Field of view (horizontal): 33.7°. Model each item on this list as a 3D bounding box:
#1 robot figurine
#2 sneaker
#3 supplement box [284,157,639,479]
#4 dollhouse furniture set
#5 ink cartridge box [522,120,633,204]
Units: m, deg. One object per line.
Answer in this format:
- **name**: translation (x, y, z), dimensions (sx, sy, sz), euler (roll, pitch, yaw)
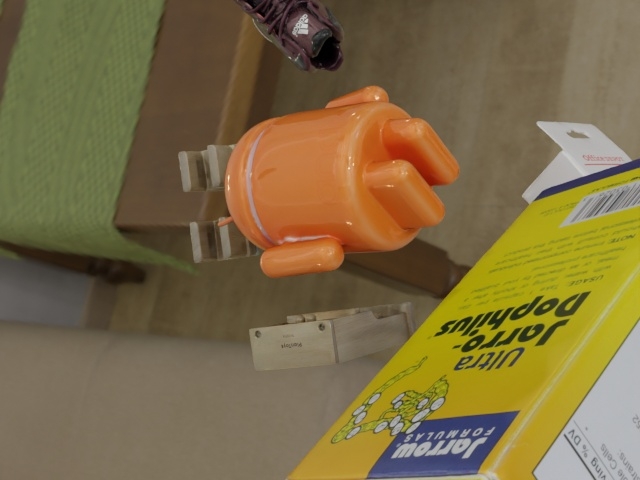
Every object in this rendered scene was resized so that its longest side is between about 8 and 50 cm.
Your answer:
- **robot figurine**: translation (0.009, -0.052, 0.908), dimensions (0.219, 0.128, 0.158), euler (-3, 92, 39)
- **sneaker**: translation (-0.052, -0.282, 1.173), dimensions (0.106, 0.281, 0.162), euler (-45, 50, 8)
- **supplement box**: translation (0.185, 0.112, 0.715), dimensions (0.356, 0.194, 0.195), euler (-43, 14, -35)
- **dollhouse furniture set**: translation (0.000, 0.000, 1.093), dimensions (0.212, 0.161, 0.242), euler (-9, 88, 32)
- **ink cartridge box**: translation (0.275, -0.024, 1.001), dimensions (0.067, 0.115, 0.198), euler (-53, 58, 32)
